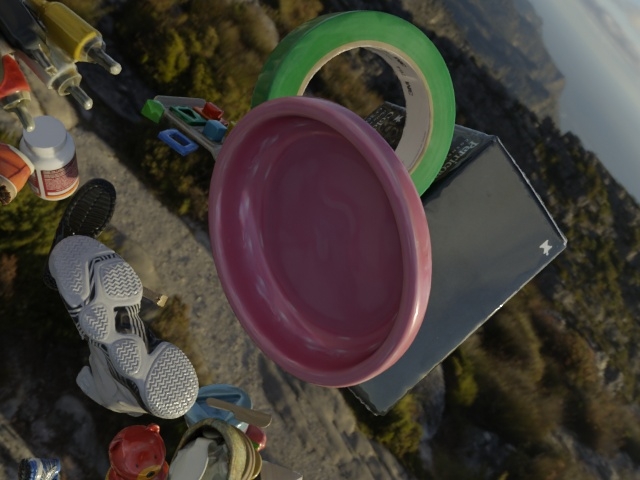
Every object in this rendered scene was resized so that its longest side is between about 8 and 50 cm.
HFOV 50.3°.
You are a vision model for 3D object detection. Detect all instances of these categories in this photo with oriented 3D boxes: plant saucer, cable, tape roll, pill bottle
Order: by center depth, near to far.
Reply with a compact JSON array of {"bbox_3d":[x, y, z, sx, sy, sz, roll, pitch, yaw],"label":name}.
[{"bbox_3d":[-0.311,-0.229,0.617,0.287,0.139,0.072,56,-4,8],"label":"cable"},{"bbox_3d":[0.000,0.000,0.789,0.084,0.332,0.332,-16,68,-43],"label":"plant saucer"},{"bbox_3d":[0.054,-0.187,1.056,0.321,0.321,0.077,35,0,-28],"label":"tape roll"},{"bbox_3d":[-0.453,-0.138,1.140,0.086,0.152,0.086,7,62,-13],"label":"pill bottle"}]

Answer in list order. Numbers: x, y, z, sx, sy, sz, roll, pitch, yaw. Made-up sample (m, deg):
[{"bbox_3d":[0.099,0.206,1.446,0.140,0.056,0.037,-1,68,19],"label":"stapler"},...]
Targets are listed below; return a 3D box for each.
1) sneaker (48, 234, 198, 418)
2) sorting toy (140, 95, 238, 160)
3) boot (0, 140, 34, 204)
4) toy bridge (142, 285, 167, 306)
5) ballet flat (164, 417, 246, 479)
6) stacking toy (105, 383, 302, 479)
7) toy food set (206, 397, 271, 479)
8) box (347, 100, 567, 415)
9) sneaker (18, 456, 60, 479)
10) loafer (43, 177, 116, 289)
[{"bbox_3d":[-0.387,0.174,1.226,0.365,0.210,0.137,57,45,-8],"label":"sneaker"},{"bbox_3d":[-0.222,-0.241,1.412,0.196,0.047,0.348,42,23,15],"label":"sorting toy"},{"bbox_3d":[-0.506,-0.125,1.008,0.158,0.059,0.084,34,45,-12],"label":"boot"},{"bbox_3d":[-0.418,0.085,1.453,0.188,0.026,0.063,27,-8,13],"label":"toy bridge"},{"bbox_3d":[-0.193,0.404,0.928,0.123,0.123,0.348,37,51,-25],"label":"ballet flat"},{"bbox_3d":[-0.202,0.384,1.220,0.280,0.130,0.309,25,35,33],"label":"stacking toy"},{"bbox_3d":[-0.164,0.361,1.106,0.132,0.038,0.192,18,57,6],"label":"toy food set"},{"bbox_3d":[0.128,0.004,1.385,0.297,0.480,0.472,48,-2,-28],"label":"box"},{"bbox_3d":[-0.406,0.363,0.981,0.058,0.135,0.052,1,39,-40],"label":"sneaker"},{"bbox_3d":[-0.454,-0.019,1.259,0.080,0.220,0.078,30,-3,-32],"label":"loafer"}]
